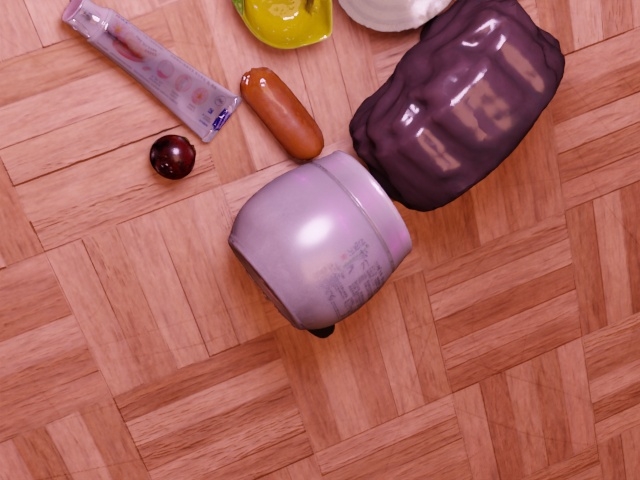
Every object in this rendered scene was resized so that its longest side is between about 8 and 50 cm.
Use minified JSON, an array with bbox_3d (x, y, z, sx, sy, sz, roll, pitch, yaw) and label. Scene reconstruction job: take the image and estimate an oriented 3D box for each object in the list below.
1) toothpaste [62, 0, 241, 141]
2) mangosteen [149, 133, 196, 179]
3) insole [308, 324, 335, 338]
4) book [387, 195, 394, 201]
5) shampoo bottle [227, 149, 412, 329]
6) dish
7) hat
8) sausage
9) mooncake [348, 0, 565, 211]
[{"bbox_3d":[-0.272,-0.284,1.504,0.323,0.066,0.100,36,93,-34],"label":"toothpaste"},{"bbox_3d":[-0.253,-0.146,1.570,0.081,0.081,0.081,-8,116,-16],"label":"mangosteen"},{"bbox_3d":[-0.027,0.126,1.815,0.064,0.004,0.188,-33,120,-3],"label":"insole"},{"bbox_3d":[0.178,-0.142,1.761,0.172,0.012,0.118,-18,118,-11],"label":"book"},{"bbox_3d":[0.000,0.000,1.613,0.266,0.273,0.273,-38,121,-11],"label":"shampoo bottle"},{"bbox_3d":[-0.070,-0.403,1.510,0.207,0.080,0.149,33,103,-31],"label":"dish"},{"bbox_3d":[0.121,-0.482,1.525,0.252,0.110,0.252,-9,123,-13],"label":"hat"},{"bbox_3d":[-0.066,-0.222,1.600,0.076,0.076,0.197,-39,119,1],"label":"sausage"},{"bbox_3d":[0.228,-0.243,1.532,0.212,0.350,0.381,40,72,-20],"label":"mooncake"}]
